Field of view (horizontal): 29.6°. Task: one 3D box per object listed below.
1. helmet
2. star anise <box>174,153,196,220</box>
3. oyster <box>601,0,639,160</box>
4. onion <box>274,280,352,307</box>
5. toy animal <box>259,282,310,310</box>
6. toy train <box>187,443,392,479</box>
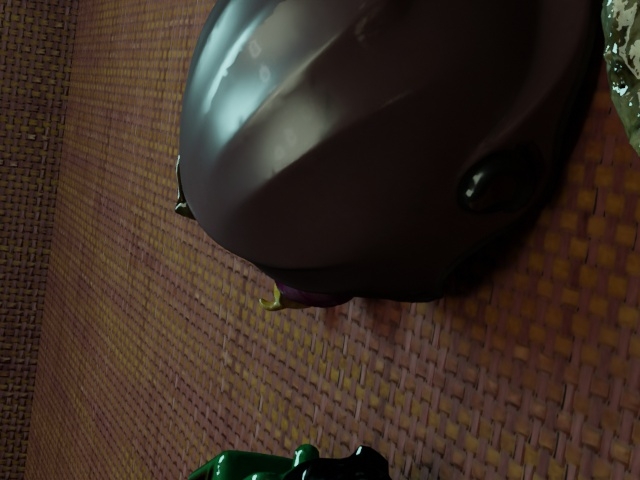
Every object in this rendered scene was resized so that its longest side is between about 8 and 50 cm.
[{"bbox_3d":[0.019,-0.108,0.844,0.338,0.197,0.271,-56,42,41],"label":"helmet"},{"bbox_3d":[-0.061,-0.108,1.204,0.220,0.125,0.190,-63,11,-28],"label":"star anise"},{"bbox_3d":[0.180,-0.078,0.656,0.106,0.061,0.200,117,150,-44],"label":"oyster"},{"bbox_3d":[0.000,0.000,1.038,0.115,0.104,0.115,-30,50,44],"label":"onion"},{"bbox_3d":[-0.026,0.022,1.155,0.081,0.060,0.083,-33,50,19],"label":"toy animal"},{"bbox_3d":[-0.031,0.282,0.969,0.429,0.178,0.249,136,147,-59],"label":"toy train"}]
